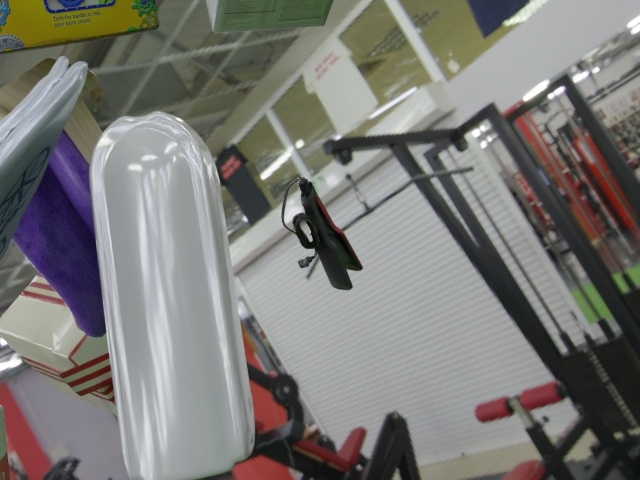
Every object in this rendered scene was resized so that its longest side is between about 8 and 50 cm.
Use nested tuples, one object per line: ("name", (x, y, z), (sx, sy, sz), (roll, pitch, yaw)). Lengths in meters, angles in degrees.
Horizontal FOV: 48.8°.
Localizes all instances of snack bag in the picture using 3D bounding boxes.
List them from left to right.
("snack bag", (-0.320, 0.045, 0.558), (0.323, 0.037, 0.342), (-41, 20, 44))

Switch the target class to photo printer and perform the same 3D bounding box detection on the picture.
("photo printer", (-0.132, 0.046, 0.649), (0.107, 0.307, 0.256), (-9, -8, -7))

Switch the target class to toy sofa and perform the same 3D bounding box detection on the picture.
("toy sofa", (-0.276, -0.018, 0.847), (0.177, 0.362, 0.150), (-41, 39, -20))

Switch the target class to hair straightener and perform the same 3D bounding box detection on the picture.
("hair straightener", (0.000, 0.000, 1.019), (0.047, 0.230, 0.089), (9, 53, 29))

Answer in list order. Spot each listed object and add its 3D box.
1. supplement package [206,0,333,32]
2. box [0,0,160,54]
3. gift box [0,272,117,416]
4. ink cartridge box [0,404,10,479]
("supplement package", (-0.075, -0.482, 1.076), (0.198, 0.199, 0.262), (-9, -18, -17))
("box", (-0.330, -0.328, 0.691), (0.177, 0.279, 0.290), (-23, 25, -36))
("gift box", (-0.408, 0.163, 1.292), (0.258, 0.276, 0.255), (10, 58, 31))
("ink cartridge box", (-0.606, 0.361, 1.013), (0.283, 0.117, 0.207), (-35, -38, -52))
